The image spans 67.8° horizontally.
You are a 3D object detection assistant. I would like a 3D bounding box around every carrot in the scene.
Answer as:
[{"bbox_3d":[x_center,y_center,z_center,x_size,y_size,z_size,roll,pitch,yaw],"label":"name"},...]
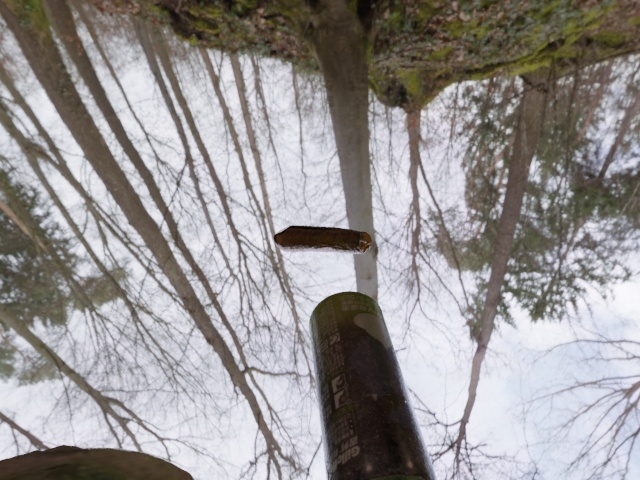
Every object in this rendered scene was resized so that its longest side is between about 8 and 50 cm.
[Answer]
[{"bbox_3d":[0.000,0.000,1.161,0.260,0.070,0.070,4,-135,34],"label":"carrot"}]

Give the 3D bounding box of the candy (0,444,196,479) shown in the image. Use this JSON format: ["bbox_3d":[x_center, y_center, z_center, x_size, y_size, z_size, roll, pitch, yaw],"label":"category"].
[{"bbox_3d":[-0.335,0.422,0.605,0.426,0.186,0.386,-5,-164,-43],"label":"candy"}]

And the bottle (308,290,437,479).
[{"bbox_3d":[0.046,0.180,0.439,0.093,0.093,0.330,-9,-148,-1],"label":"bottle"}]
